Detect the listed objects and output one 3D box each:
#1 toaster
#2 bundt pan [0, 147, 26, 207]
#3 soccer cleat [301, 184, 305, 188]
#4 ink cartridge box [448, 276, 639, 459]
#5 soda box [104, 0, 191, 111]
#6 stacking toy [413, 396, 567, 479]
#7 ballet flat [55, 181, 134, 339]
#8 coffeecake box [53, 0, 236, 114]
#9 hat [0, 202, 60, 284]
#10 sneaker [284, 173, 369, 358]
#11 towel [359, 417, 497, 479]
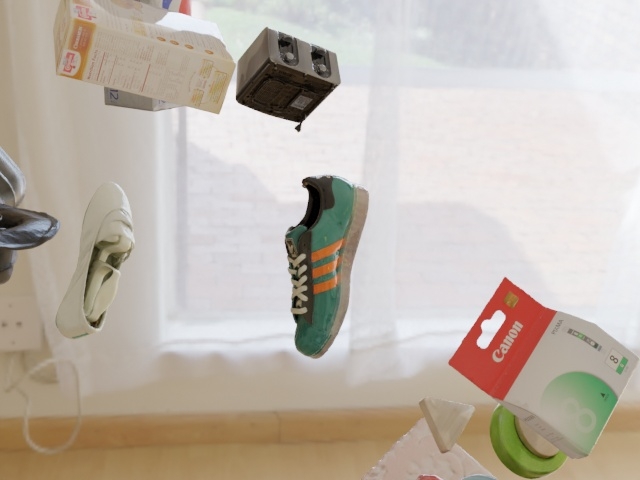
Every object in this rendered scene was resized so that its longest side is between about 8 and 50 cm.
[{"bbox_3d":[-0.071,-0.327,1.938,0.168,0.185,0.110,15,57,-28],"label":"toaster"},{"bbox_3d":[-0.697,-0.037,1.859,0.124,0.331,0.331,42,18,-16],"label":"bundt pan"},{"bbox_3d":[-0.001,-0.001,2.103,0.121,0.289,0.093,-8,18,-27],"label":"soccer cleat"},{"bbox_3d":[0.322,0.173,1.364,0.224,0.056,0.181,39,62,1],"label":"ink cartridge box"},{"bbox_3d":[-0.244,-0.330,1.345,0.098,0.287,0.091,11,20,31],"label":"soda box"},{"bbox_3d":[0.288,0.340,1.371,0.308,0.130,0.280,4,65,-20],"label":"stacking toy"},{"bbox_3d":[-0.515,0.049,2.300,0.139,0.401,0.139,13,-17,4],"label":"ballet flat"},{"bbox_3d":[-0.204,-0.220,1.091,0.185,0.068,0.142,12,27,-23],"label":"coffeecake box"},{"bbox_3d":[-0.601,0.016,1.567,0.331,0.134,0.331,9,16,-3],"label":"hat"},{"bbox_3d":[-0.014,0.038,1.575,0.121,0.302,0.108,16,-9,-25],"label":"sneaker"},{"bbox_3d":[0.185,0.496,1.569,0.317,0.053,0.331,41,54,18],"label":"towel"}]
